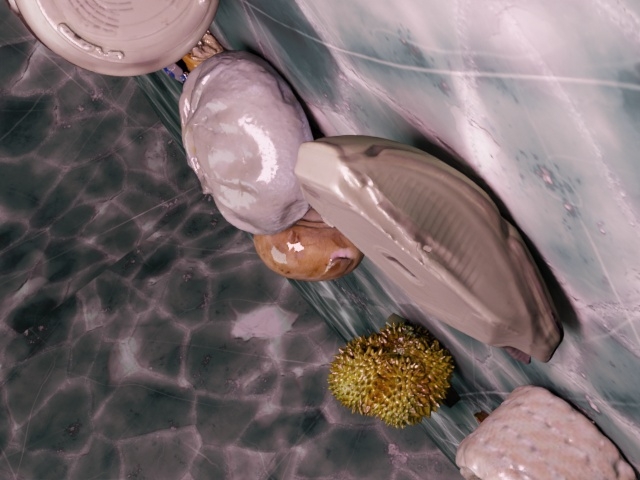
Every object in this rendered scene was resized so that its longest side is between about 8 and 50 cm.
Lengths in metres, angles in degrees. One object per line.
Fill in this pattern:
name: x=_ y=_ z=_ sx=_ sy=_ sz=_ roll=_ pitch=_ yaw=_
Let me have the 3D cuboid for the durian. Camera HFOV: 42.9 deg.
durian: x=0.166 y=0.311 z=1.859 sx=0.291 sy=0.291 sz=0.225 roll=33 pitch=144 yaw=65

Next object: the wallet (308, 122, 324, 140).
wallet: x=-0.059 y=-0.194 z=1.596 sx=0.244 sy=0.025 sz=0.124 roll=42 pitch=141 yaw=44

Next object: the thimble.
thimble: x=0.378 y=0.396 z=1.341 sx=0.291 sy=0.195 sz=0.291 roll=45 pitch=170 yaw=10

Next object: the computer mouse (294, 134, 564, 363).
computer mouse: x=0.154 y=-0.006 z=1.055 sx=0.429 sy=0.145 sz=0.228 roll=42 pitch=166 yaw=-14

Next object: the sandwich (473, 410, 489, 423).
sandwich: x=0.403 y=0.440 z=1.945 sx=0.069 sy=0.026 sz=0.101 roll=49 pitch=175 yaw=-10

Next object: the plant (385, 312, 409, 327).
plant: x=0.208 y=0.219 z=1.981 sx=0.102 sy=0.051 sz=0.051 roll=34 pitch=165 yaw=23

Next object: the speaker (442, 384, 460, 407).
speaker: x=0.289 y=0.344 z=2.088 sx=0.191 sy=0.040 sz=0.046 roll=55 pitch=169 yaw=-17

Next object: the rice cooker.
rice cooker: x=-0.340 y=-0.430 z=1.288 sx=0.335 sy=0.335 sz=0.325 roll=56 pitch=171 yaw=-27

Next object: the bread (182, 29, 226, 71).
bread: x=-0.236 y=-0.375 z=1.747 sx=0.119 sy=0.084 sz=0.177 roll=47 pitch=174 yaw=31

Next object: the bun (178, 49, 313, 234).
bun: x=-0.143 y=-0.169 z=1.518 sx=0.354 sy=0.194 sz=0.354 roll=51 pitch=153 yaw=38

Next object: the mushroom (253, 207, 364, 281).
mushroom: x=-0.017 y=-0.010 z=1.707 sx=0.254 sy=0.184 sz=0.255 roll=16 pitch=-167 yaw=-4

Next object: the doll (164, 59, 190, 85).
doll: x=-0.386 y=-0.470 z=2.190 sx=0.195 sy=0.070 sz=0.096 roll=51 pitch=-157 yaw=-21
